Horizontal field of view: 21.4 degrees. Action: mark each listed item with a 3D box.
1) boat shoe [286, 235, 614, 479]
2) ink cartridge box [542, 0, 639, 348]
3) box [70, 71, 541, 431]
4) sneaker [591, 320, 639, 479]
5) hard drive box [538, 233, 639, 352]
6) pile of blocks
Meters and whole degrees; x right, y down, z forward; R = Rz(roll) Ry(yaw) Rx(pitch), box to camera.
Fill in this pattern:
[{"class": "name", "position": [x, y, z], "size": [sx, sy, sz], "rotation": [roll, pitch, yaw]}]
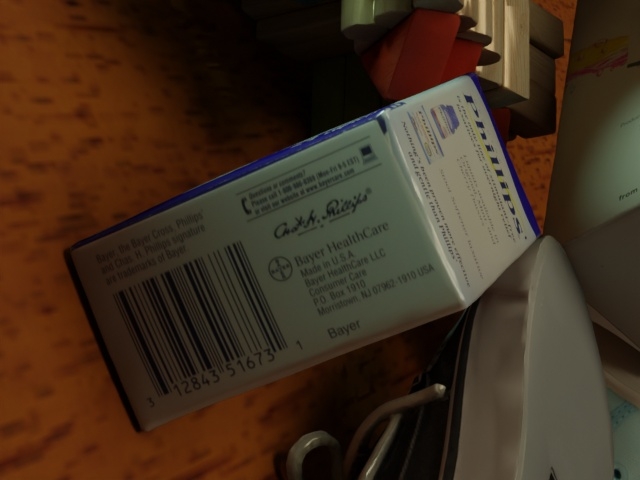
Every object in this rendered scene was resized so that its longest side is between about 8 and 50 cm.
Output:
[{"class": "boat shoe", "position": [0.049, 0.109, 0.667], "size": [0.113, 0.105, 0.306], "rotation": [61, 28, -32]}, {"class": "ink cartridge box", "position": [0.234, -0.059, 0.838], "size": [0.171, 0.168, 0.232], "rotation": [39, 43, -25]}, {"class": "box", "position": [0.000, 0.000, 0.611], "size": [0.072, 0.126, 0.137], "rotation": [67, 20, -2]}, {"class": "sneaker", "position": [0.148, 0.203, 0.798], "size": [0.150, 0.135, 0.366], "rotation": [-10, 67, -48]}, {"class": "hard drive box", "position": [0.248, 0.052, 1.035], "size": [0.089, 0.232, 0.181], "rotation": [-7, 78, -70]}, {"class": "pile of blocks", "position": [0.025, -0.094, 0.741], "size": [0.362, 0.149, 0.112], "rotation": [54, 36, -71]}]
